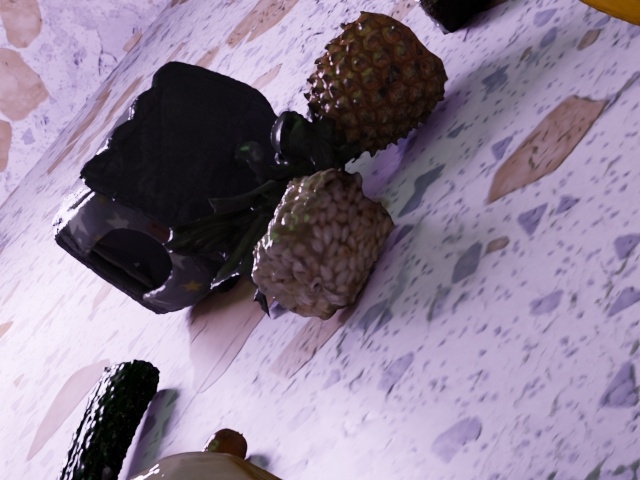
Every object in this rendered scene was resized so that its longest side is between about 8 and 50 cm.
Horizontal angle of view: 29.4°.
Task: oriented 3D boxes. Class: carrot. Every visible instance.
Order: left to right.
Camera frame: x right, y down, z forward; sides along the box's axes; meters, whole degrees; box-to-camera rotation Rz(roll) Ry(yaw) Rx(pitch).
[{"bbox_3d":[-0.082,0.178,0.882,0.032,0.032,0.093,-19,39,55],"label":"carrot"}]

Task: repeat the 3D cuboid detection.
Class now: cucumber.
[{"bbox_3d":[-0.191,0.179,1.068,0.058,0.058,0.187,-36,22,31],"label":"cucumber"}]

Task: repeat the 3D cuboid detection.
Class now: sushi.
[{"bbox_3d":[0.121,-0.261,1.186,0.078,0.090,0.150,-38,20,16],"label":"sushi"}]

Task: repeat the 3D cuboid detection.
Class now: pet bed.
[{"bbox_3d":[-0.136,-0.054,1.214,0.159,0.183,0.211,-36,20,48],"label":"pet bed"}]

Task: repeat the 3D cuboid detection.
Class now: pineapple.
[{"bbox_3d":[-0.009,-0.067,1.049,0.277,0.119,0.130,-51,13,-4],"label":"pineapple"}]

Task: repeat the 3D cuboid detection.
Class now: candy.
[{"bbox_3d":[0.000,0.000,0.944,0.085,0.095,0.110,-17,41,50],"label":"candy"}]

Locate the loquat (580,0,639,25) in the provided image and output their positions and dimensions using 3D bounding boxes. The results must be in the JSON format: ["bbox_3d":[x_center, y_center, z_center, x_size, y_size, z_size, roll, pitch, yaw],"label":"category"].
[{"bbox_3d":[0.211,-0.268,0.636,0.328,0.359,0.328,-26,56,46],"label":"loquat"}]

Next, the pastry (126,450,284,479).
[{"bbox_3d":[-0.037,0.165,0.615,0.092,0.156,0.156,-55,20,-6],"label":"pastry"}]
